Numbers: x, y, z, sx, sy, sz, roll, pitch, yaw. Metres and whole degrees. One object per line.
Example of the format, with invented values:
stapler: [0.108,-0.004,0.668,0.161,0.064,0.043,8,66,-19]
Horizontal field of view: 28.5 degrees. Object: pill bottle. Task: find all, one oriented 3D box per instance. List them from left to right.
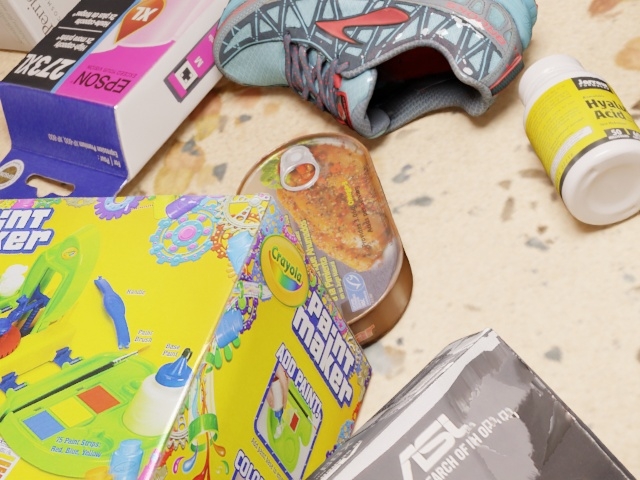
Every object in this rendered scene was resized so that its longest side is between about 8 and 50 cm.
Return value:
pill bottle: [0.170,-0.070,0.821,0.065,0.065,0.116,-24,44,5]

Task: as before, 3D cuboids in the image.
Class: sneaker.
sneaker: [0.023,-0.137,0.932,0.261,0.104,0.125,-2,55,29]

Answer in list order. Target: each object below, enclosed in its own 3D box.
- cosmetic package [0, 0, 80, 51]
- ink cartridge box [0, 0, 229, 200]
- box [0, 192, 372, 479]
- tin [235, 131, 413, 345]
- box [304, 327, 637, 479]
cosmetic package: [-0.267,-0.380,1.237,0.155,0.197,0.365,10,58,33]
ink cartridge box: [-0.147,-0.171,1.072,0.175,0.069,0.371,15,61,43]
box: [-0.163,0.131,0.727,0.290,0.177,0.279,1,51,28]
tin: [0.000,0.000,0.867,0.106,0.040,0.190,-20,44,4]
box: [0.036,0.226,0.512,0.307,0.076,0.242,-41,88,-12]
